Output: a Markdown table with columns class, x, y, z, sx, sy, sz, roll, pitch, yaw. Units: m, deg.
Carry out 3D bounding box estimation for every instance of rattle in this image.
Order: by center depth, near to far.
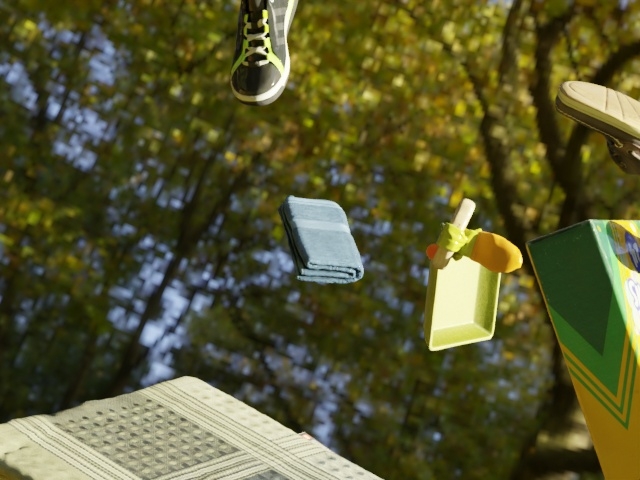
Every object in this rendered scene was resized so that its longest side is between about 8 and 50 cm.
| class | x | y | z | sx | sy | sz | roll | pitch | yaw |
| --- | --- | --- | --- | --- | --- | --- | --- | --- | --- |
| rattle | 0.254 | 0.013 | 2.499 | 0.142 | 0.130 | 0.200 | 9 | -21 | 1 |

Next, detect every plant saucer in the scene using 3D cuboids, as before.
| class | x | y | z | sx | sy | sz | roll | pitch | yaw |
| --- | --- | --- | --- | --- | --- | --- | --- | --- | --- |
| plant saucer | 0.252 | 0.096 | 2.742 | 0.045 | 0.188 | 0.188 | 15 | 15 | 42 |

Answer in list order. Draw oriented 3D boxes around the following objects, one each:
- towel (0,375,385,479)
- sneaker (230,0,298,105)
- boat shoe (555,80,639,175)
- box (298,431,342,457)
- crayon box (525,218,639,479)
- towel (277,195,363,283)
| class | x | y | z | sx | sy | sz | roll | pitch | yaw |
| --- | --- | --- | --- | --- | --- | --- | --- | --- | --- |
| towel | -0.112 | 0.226 | 1.361 | 0.324 | 0.056 | 0.312 | 25 | 21 | 35 |
| sneaker | -0.090 | -0.296 | 2.057 | 0.084 | 0.235 | 0.097 | -5 | -29 | 19 |
| boat shoe | 0.451 | -0.135 | 2.112 | 0.285 | 0.103 | 0.092 | 21 | -60 | -11 |
| box | 0.026 | 0.402 | 2.360 | 0.207 | 0.036 | 0.114 | 30 | -64 | 31 |
| crayon box | 0.338 | 0.140 | 1.599 | 0.083 | 0.323 | 0.203 | -21 | -9 | 27 |
| towel | 0.000 | 0.000 | 1.451 | 0.067 | 0.119 | 0.029 | 6 | -59 | -16 |
